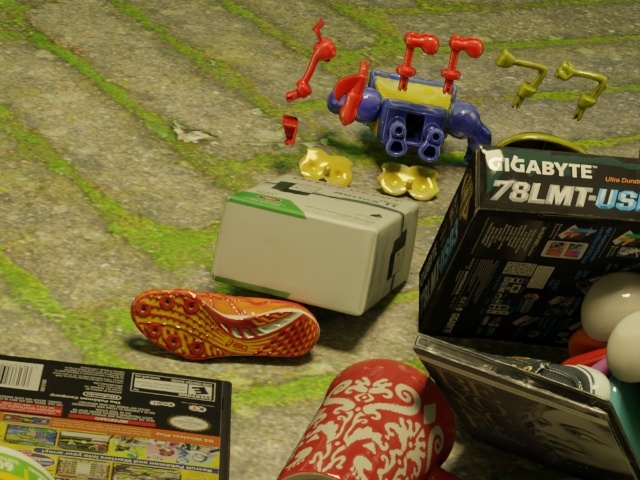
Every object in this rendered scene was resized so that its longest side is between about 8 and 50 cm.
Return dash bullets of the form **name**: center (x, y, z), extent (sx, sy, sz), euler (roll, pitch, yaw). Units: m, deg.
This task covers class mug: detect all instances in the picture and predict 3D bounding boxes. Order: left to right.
- **mug**: center (0.045, 0.182, 1.546), extent (0.150, 0.113, 0.169), euler (13, 26, 16)

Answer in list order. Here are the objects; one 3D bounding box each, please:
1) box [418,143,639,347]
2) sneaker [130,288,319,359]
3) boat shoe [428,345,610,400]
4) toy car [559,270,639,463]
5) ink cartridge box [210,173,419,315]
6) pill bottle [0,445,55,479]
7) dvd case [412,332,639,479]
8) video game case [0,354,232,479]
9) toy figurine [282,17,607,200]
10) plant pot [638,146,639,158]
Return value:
- **box**: center (0.256, 0.017, 1.812), extent (0.293, 0.295, 0.073), euler (4, 65, -6)
- **sneaker**: center (-0.090, 0.078, 1.828), extent (0.175, 0.064, 0.067), euler (10, 7, -13)
- **boat shoe**: center (0.165, 0.129, 1.693), extent (0.083, 0.065, 0.183), euler (19, -11, -25)
- **toy car**: center (0.266, 0.129, 1.728), extent (0.136, 0.159, 0.182), euler (-29, 26, 3)
- **ink cartridge box**: center (0.000, 0.000, 1.937), extent (0.153, 0.087, 0.208), euler (13, 11, 12)
- **pill bottle**: center (-0.219, 0.245, 1.270), extent (0.136, 0.136, 0.246), euler (2, 23, -13)
- **dvd case**: center (0.174, 0.146, 1.606), extent (0.164, 0.018, 0.221), euler (19, -18, 24)
- **video game case**: center (-0.210, 0.166, 1.593), extent (0.275, 0.035, 0.248), euler (7, 22, -5)
- **toy figurine**: center (0.139, -0.165, 2.312), extent (0.362, 0.191, 0.217), euler (8, 18, -3)
- **plant pot**: center (0.421, -0.028, 2.059), extent (0.205, 0.188, 0.205), euler (6, 23, -3)
